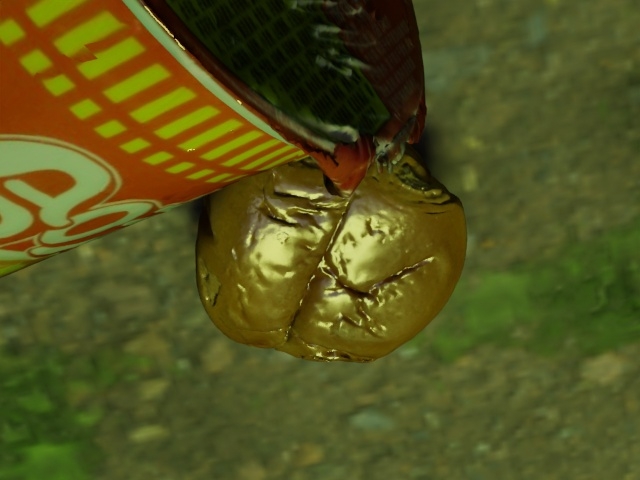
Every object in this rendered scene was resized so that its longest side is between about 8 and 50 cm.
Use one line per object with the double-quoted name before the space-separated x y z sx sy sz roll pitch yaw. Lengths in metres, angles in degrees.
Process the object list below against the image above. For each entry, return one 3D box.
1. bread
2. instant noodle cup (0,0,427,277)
"bread" 0.000 0.000 0.606 0.083 0.046 0.081 36 112 -26
"instant noodle cup" -0.112 -0.054 0.487 0.212 0.193 0.193 -28 124 22
